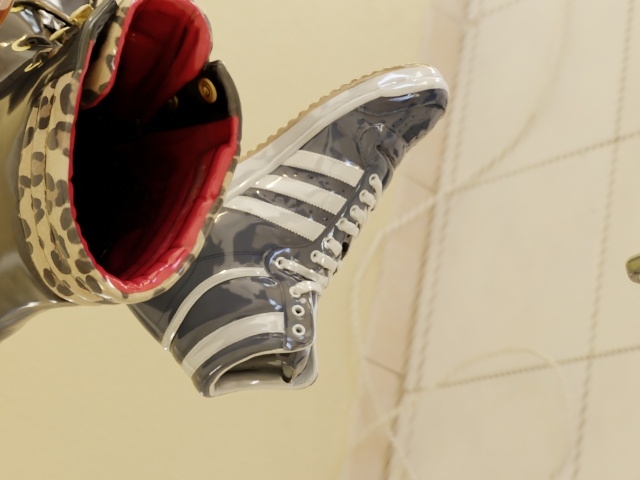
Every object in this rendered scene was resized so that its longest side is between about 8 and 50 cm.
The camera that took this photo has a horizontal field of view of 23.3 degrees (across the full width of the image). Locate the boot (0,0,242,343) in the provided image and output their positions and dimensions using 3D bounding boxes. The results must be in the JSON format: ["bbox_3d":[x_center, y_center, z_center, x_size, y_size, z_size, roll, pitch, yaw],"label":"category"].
[{"bbox_3d":[-0.164,-0.106,1.002,0.284,0.138,0.377,-12,59,52],"label":"boot"}]

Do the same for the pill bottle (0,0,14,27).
[{"bbox_3d":[-0.244,-0.152,0.843,0.121,0.121,0.216,-58,3,7],"label":"pill bottle"}]

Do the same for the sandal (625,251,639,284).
[{"bbox_3d":[0.428,-0.048,1.520,0.302,0.120,0.086,-34,66,7],"label":"sandal"}]

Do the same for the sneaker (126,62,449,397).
[{"bbox_3d":[0.000,0.000,1.092,0.282,0.099,0.153,-32,69,-9],"label":"sneaker"}]
